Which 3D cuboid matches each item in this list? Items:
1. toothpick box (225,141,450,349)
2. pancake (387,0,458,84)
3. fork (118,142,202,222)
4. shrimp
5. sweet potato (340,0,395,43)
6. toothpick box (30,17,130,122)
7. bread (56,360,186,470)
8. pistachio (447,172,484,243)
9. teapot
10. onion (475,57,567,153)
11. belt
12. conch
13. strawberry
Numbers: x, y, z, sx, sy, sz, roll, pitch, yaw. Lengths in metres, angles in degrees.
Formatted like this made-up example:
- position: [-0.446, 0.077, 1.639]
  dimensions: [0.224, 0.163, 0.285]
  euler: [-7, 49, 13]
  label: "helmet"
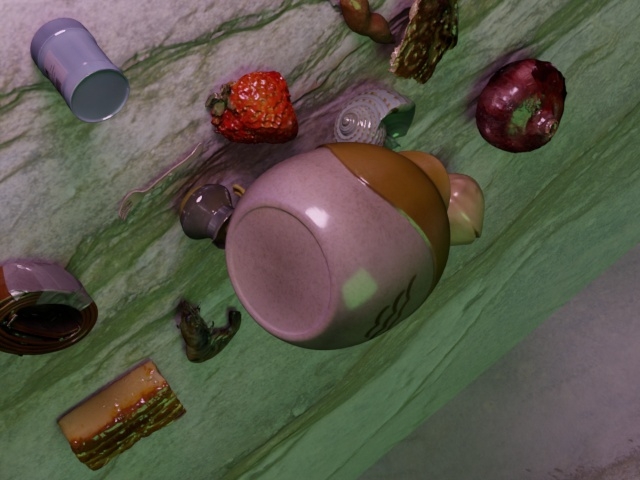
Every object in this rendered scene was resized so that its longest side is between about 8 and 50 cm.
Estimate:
- position: [0.050, -0.003, 1.812]
  dimensions: [0.425, 0.409, 0.408]
  euler: [-22, 145, -46]
  label: "toothpick box"
- position: [0.232, -0.456, 1.900]
  dimensions: [0.212, 0.056, 0.257]
  euler: [-14, 132, -46]
  label: "pancake"
- position: [-0.319, -0.122, 1.770]
  dimensions: [0.219, 0.028, 0.034]
  euler: [-43, 141, -5]
  label: "fork"
- position: [-0.269, 0.205, 2.196]
  dimensions: [0.169, 0.058, 0.296]
  euler: [-37, 152, -21]
  label: "shrimp"
- position: [0.092, -0.438, 1.788]
  dimensions: [0.065, 0.051, 0.218]
  euler: [-34, 152, 17]
  label: "sweet potato"
- position: [-0.378, -0.267, 1.399]
  dimensions: [0.101, 0.153, 0.101]
  euler: [-27, 146, -20]
  label: "toothpick box"
- position: [-0.484, 0.436, 2.190]
  dimensions: [0.275, 0.114, 0.184]
  euler: [-31, 147, -11]
  label: "bread"
- position: [0.343, -0.073, 2.353]
  dimensions: [0.193, 0.214, 0.318]
  euler: [-42, 160, 0]
  label: "pistachio"
- position: [-0.211, -0.059, 1.859]
  dimensions: [0.166, 0.119, 0.130]
  euler: [-39, 152, -34]
  label: "teapot"
- position: [0.514, -0.321, 2.221]
  dimensions: [0.252, 0.219, 0.252]
  euler: [-21, 135, -23]
  label: "onion"
- position: [-0.558, 0.133, 1.746]
  dimensions: [0.184, 0.105, 0.261]
  euler: [-49, 147, 9]
  label: "belt"
- position: [0.110, -0.260, 1.956]
  dimensions: [0.172, 0.131, 0.200]
  euler: [-60, 162, 14]
  label: "conch"
- position: [-0.107, -0.242, 1.763]
  dimensions: [0.236, 0.106, 0.175]
  euler: [0, 131, -47]
  label: "strawberry"
